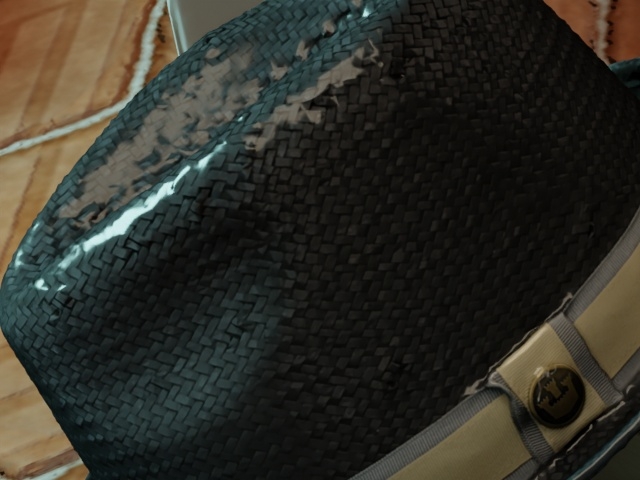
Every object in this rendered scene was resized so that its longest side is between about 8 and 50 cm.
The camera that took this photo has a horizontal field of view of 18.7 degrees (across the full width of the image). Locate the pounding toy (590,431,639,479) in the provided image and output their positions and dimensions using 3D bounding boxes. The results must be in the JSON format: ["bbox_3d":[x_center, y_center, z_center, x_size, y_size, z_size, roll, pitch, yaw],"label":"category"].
[{"bbox_3d":[0.179,0.036,0.769,0.206,0.094,0.181,-37,34,-22],"label":"pounding toy"}]

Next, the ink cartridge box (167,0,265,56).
[{"bbox_3d":[-0.007,-0.170,1.083,0.154,0.093,0.212,-9,39,0],"label":"ink cartridge box"}]

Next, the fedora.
[{"bbox_3d":[0.000,0.000,0.727,0.334,0.152,0.334,-31,21,14],"label":"fedora"}]
